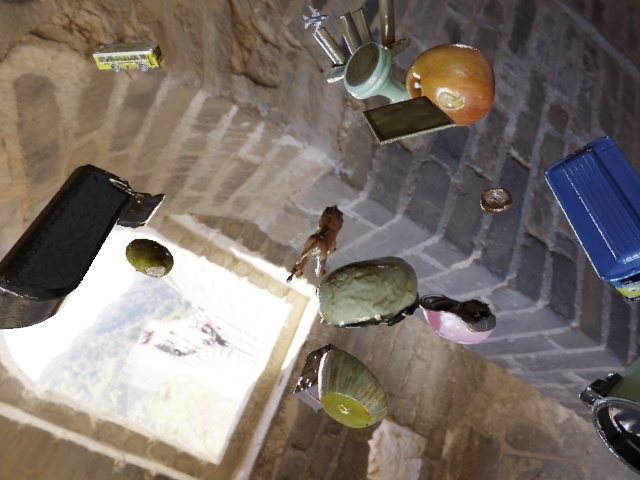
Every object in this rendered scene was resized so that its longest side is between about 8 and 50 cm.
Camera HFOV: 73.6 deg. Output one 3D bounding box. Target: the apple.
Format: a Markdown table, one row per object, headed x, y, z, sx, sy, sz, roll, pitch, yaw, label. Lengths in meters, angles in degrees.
| x | y | z | sx | sy | sz | roll | pitch | yaw | label |
| --- | --- | --- | --- | --- | --- | --- | --- | --- | --- |
| 0.384 | -0.460 | 1.287 | 0.242 | 0.241 | 0.241 | 178 | 90 | -76 | apple |

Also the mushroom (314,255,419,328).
| x | y | z | sx | sy | sz | roll | pitch | yaw | label |
| --- | --- | --- | --- | --- | --- | --- | --- | --- | --- |
| 0.098 | 0.098 | 0.944 | 0.344 | 0.248 | 0.129 | 0 | -86 | -67 | mushroom |

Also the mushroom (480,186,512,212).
| x | y | z | sx | sy | sz | roll | pitch | yaw | label |
| --- | --- | --- | --- | --- | --- | --- | --- | --- | --- |
| 0.716 | -0.161 | 1.742 | 0.123 | 0.123 | 0.052 | -62 | -26 | -13 | mushroom |

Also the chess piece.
| x | y | z | sx | sy | sz | roll | pitch | yaw | label |
| --- | --- | --- | --- | --- | --- | --- | --- | --- | --- |
| 0.248 | -0.568 | 1.565 | 0.195 | 0.299 | 0.194 | -20 | 63 | 44 | chess piece |

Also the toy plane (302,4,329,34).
| x | y | z | sx | sy | sz | roll | pitch | yaw | label |
| --- | --- | --- | --- | --- | --- | --- | --- | --- | --- |
| -0.012 | -0.637 | 1.231 | 0.083 | 0.078 | 0.031 | -1 | 30 | 23 | toy plane |

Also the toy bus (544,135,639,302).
| x | y | z | sx | sy | sz | roll | pitch | yaw | label |
| --- | --- | --- | --- | --- | --- | --- | --- | --- | --- |
| 0.587 | -0.042 | 0.845 | 0.138 | 0.175 | 0.287 | -34 | 45 | 33 | toy bus |

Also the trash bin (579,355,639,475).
| x | y | z | sx | sy | sz | roll | pitch | yaw | label |
| --- | --- | --- | --- | --- | --- | --- | --- | --- | --- |
| 0.725 | 0.331 | 0.852 | 0.263 | 0.277 | 0.217 | -32 | -32 | -20 | trash bin |

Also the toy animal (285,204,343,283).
| x | y | z | sx | sy | sz | roll | pitch | yaw | label |
| --- | --- | --- | --- | --- | --- | --- | --- | --- | --- |
| 0.000 | 0.000 | 1.271 | 0.312 | 0.097 | 0.157 | -57 | -17 | -59 | toy animal |

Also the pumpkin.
| x | y | z | sx | sy | sz | roll | pitch | yaw | label |
| --- | --- | --- | --- | --- | --- | --- | --- | --- | --- |
| 0.061 | 0.393 | 1.077 | 0.110 | 0.217 | 0.217 | -36 | -6 | -46 | pumpkin |

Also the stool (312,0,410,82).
| x | y | z | sx | sy | sz | roll | pitch | yaw | label |
| --- | --- | --- | --- | --- | --- | --- | --- | --- | --- |
| 0.158 | -0.817 | 1.747 | 0.310 | 0.226 | 0.310 | -34 | 22 | -16 | stool |

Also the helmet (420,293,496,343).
| x | y | z | sx | sy | sz | roll | pitch | yaw | label |
| --- | --- | --- | --- | --- | --- | --- | --- | --- | --- |
| 0.477 | 0.283 | 1.494 | 0.198 | 0.254 | 0.154 | -72 | -21 | -76 | helmet |

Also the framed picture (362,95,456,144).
| x | y | z | sx | sy | sz | roll | pitch | yaw | label |
| --- | --- | --- | --- | --- | --- | --- | --- | --- | --- |
| 0.199 | -0.289 | 1.010 | 0.173 | 0.010 | 0.231 | -13 | 33 | 4 | framed picture |

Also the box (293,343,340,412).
| x | y | z | sx | sy | sz | roll | pitch | yaw | label |
| --- | --- | --- | --- | --- | --- | --- | --- | --- | --- |
| 0.016 | 0.622 | 1.960 | 0.188 | 0.153 | 0.252 | -37 | 18 | 37 | box |

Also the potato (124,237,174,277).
| x | y | z | sx | sy | sz | roll | pitch | yaw | label |
| --- | --- | --- | --- | --- | --- | --- | --- | --- | --- |
| -0.687 | 0.066 | 1.718 | 0.149 | 0.251 | 0.113 | -36 | -44 | -37 | potato |

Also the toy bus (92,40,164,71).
| x | y | z | sx | sy | sz | roll | pitch | yaw | label |
| --- | --- | --- | --- | --- | --- | --- | --- | --- | --- |
| -0.667 | -0.643 | 1.495 | 0.074 | 0.227 | 0.081 | 81 | -166 | -50 | toy bus |

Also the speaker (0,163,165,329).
| x | y | z | sx | sy | sz | roll | pitch | yaw | label |
| --- | --- | --- | --- | --- | --- | --- | --- | --- | --- |
| -0.498 | 0.013 | 0.896 | 0.180 | 0.184 | 0.388 | -41 | 28 | 38 | speaker |
